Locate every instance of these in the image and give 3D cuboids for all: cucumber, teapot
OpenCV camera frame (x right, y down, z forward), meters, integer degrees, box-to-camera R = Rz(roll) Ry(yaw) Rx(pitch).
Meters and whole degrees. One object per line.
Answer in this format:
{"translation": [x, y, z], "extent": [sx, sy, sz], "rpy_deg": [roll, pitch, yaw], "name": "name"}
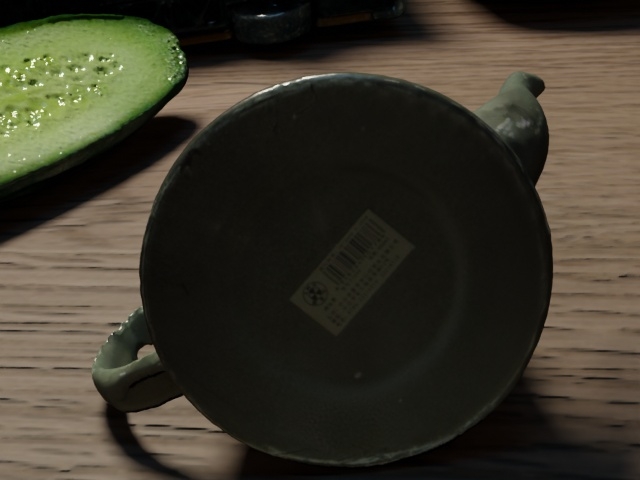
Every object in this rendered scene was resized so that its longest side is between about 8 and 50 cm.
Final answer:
{"translation": [-0.180, -0.076, 0.889], "extent": [0.244, 0.063, 0.115], "rpy_deg": [-26, 67, -40], "name": "cucumber"}
{"translation": [0.000, 0.000, 0.626], "extent": [0.239, 0.162, 0.149], "rpy_deg": [-34, 15, 9], "name": "teapot"}

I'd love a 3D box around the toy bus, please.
{"translation": [-0.106, -0.238, 1.108], "extent": [0.323, 0.162, 0.194], "rpy_deg": [-9, 23, -2], "name": "toy bus"}
